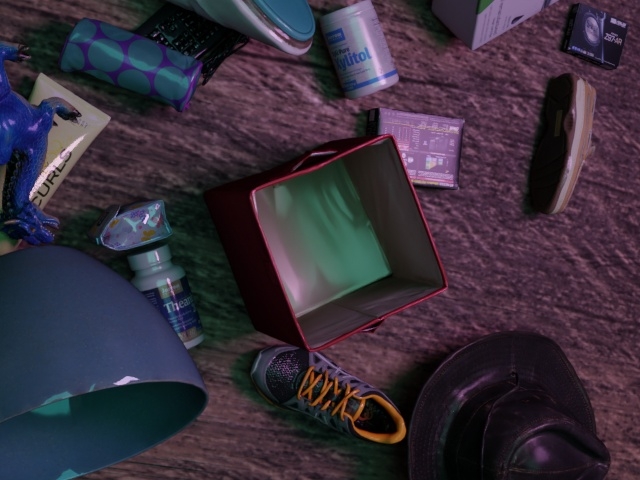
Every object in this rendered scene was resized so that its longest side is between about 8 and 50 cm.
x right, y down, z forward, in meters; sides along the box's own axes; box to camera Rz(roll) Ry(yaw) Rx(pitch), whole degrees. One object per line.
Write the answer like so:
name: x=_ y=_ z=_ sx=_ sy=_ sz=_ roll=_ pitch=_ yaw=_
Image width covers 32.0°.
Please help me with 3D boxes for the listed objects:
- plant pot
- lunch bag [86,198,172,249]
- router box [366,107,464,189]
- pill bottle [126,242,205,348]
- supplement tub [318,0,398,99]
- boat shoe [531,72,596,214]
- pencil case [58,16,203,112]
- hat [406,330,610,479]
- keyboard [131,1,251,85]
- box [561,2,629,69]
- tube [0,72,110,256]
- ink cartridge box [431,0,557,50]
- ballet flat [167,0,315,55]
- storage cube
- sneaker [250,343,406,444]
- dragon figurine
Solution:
plant pot: x=-0.284 y=0.121 z=1.158 sx=0.290 sy=0.290 sz=0.195 roll=-14 pitch=68 yaw=-20
lunch bag: x=-0.219 y=-0.017 z=1.262 sx=0.083 sy=0.071 sz=0.053 roll=-20 pitch=100 yaw=-18
router box: x=0.117 y=-0.114 z=1.403 sx=0.123 sy=0.038 sz=0.092 roll=5 pitch=90 yaw=-20
pill bottle: x=-0.180 y=0.067 z=1.282 sx=0.067 sy=0.067 sz=0.120 roll=-20 pitch=99 yaw=-19
supplement tub: x=0.046 y=-0.231 z=1.355 sx=0.071 sy=0.071 sz=0.107 roll=-25 pitch=100 yaw=-18
boat shoe: x=0.333 y=-0.122 z=1.473 sx=0.072 sy=0.068 sz=0.189 roll=15 pitch=86 yaw=-32
pencil case: x=-0.211 y=-0.196 z=1.252 sx=0.152 sy=0.070 sz=0.064 roll=20 pitch=54 yaw=-10
hat: x=0.268 y=0.266 z=1.393 sx=0.331 sy=0.134 sz=0.331 roll=-2 pitch=94 yaw=-36
keyboard: x=-0.122 y=-0.260 z=1.308 sx=0.192 sy=0.038 sz=0.100 roll=-44 pitch=106 yaw=-13
box: x=0.370 y=-0.274 z=1.502 sx=0.083 sy=0.018 sz=0.067 roll=17 pitch=86 yaw=-20
tube: x=-0.330 y=-0.062 z=1.228 sx=0.240 sy=0.062 sz=0.070 roll=-61 pitch=152 yaw=-13
ink cartridge box: x=0.249 y=-0.351 z=1.376 sx=0.208 sy=0.153 sz=0.087 roll=-32 pitch=65 yaw=-16
ballet flat: x=-0.163 y=-0.353 z=1.247 sx=0.139 sy=0.139 sz=0.400 roll=-40 pitch=100 yaw=-15
storage cube: x=0.000 y=0.000 z=1.281 sx=0.184 sy=0.193 sz=0.214 roll=-24 pitch=101 yaw=-18
sneaker: x=0.016 y=0.187 z=1.354 sx=0.215 sy=0.083 sz=0.084 roll=26 pitch=84 yaw=-18
dragon figurine: x=-0.341 y=-0.122 z=1.127 sx=0.289 sy=0.085 sz=0.144 roll=55 pitch=49 yaw=-32
